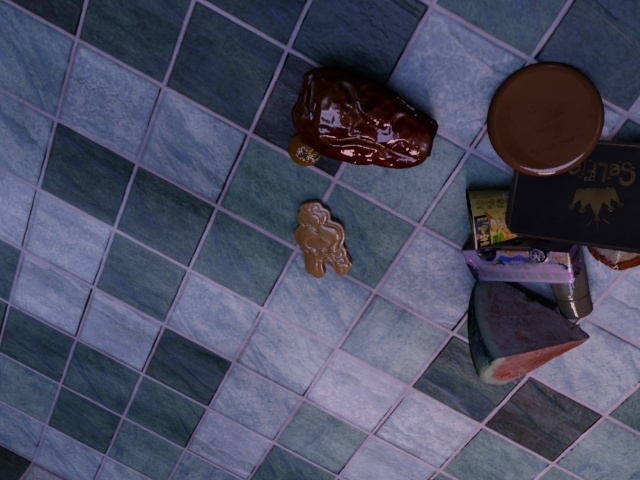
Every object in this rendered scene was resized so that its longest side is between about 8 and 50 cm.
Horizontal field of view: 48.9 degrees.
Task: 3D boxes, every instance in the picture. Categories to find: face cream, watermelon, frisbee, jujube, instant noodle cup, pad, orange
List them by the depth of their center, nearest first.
[{"bbox_3d":[0.608,-0.143,1.542,0.375,0.063,0.315,8,83,23],"label":"pad"},{"bbox_3d":[0.494,-0.267,1.555,0.250,0.021,0.251,1,94,19],"label":"frisbee"},{"bbox_3d":[0.104,-0.271,1.632,0.341,0.216,0.216,16,124,-9],"label":"jujube"},{"bbox_3d":[0.419,-0.058,1.697,0.122,0.151,0.152,-8,118,12],"label":"instant noodle cup"},{"bbox_3d":[0.595,0.032,1.744,0.137,0.084,0.341,-9,112,32],"label":"face cream"},{"bbox_3d":[-0.044,-0.225,1.770,0.086,0.062,0.086,9,122,14],"label":"orange"},{"bbox_3d":[0.491,0.274,1.779,0.292,0.250,0.283,15,144,39],"label":"watermelon"}]

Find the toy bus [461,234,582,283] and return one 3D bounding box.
[{"bbox_3d":[0.489,0.043,1.724,0.273,0.090,0.112,1,123,38],"label":"toy bus"}]

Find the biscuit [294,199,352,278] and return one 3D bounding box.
[{"bbox_3d":[0.003,-0.001,1.911,0.143,0.040,0.236,-10,120,15],"label":"biscuit"}]

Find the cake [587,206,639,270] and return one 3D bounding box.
[{"bbox_3d":[0.758,-0.021,1.611,0.261,0.160,0.158,4,118,11],"label":"cake"}]
